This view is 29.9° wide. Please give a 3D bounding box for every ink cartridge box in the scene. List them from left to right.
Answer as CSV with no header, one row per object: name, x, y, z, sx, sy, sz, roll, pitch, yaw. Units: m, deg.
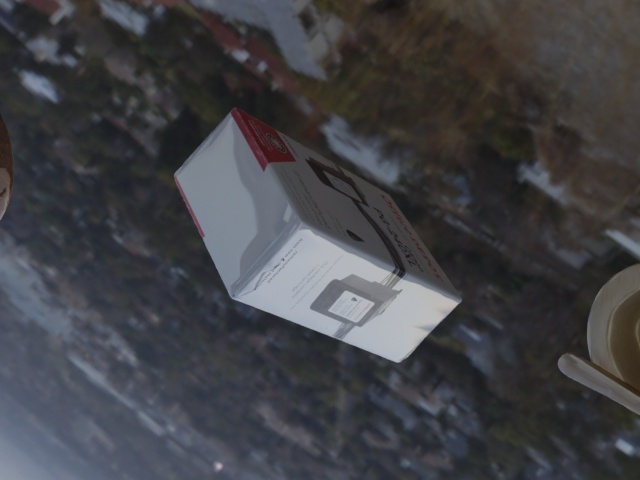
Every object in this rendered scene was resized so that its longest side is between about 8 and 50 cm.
ink cartridge box,0.000,0.000,0.715,0.150,0.063,0.109,25,-155,-44

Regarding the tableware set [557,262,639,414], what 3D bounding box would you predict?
tableware set,0.158,0.021,0.375,0.141,0.169,0.020,35,-154,28

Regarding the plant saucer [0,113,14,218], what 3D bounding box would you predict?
plant saucer,-0.357,-0.079,1.115,0.168,0.029,0.169,9,108,29
